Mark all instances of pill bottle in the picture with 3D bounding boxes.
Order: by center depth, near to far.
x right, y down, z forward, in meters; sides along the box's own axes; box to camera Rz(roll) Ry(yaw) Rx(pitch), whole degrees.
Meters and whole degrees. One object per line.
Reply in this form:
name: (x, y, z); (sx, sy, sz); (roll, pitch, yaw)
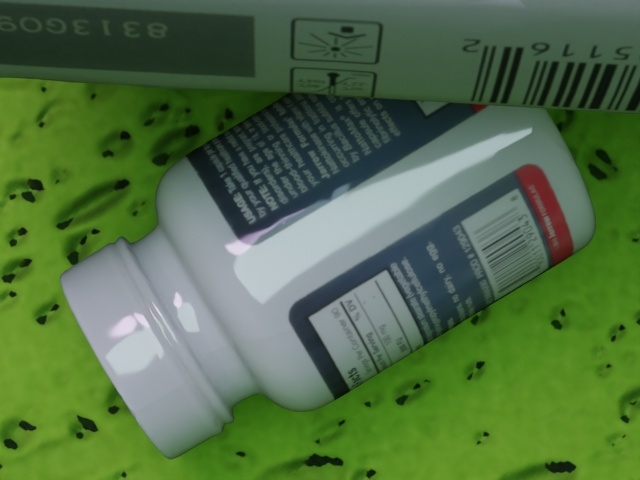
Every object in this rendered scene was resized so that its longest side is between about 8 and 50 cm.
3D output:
pill bottle: (0.000, 0.000, 0.699); (0.180, 0.108, 0.108); (-31, 87, -3)

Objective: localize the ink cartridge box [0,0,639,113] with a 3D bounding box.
ink cartridge box: (0.027, -0.231, 0.599); (0.308, 0.091, 0.385); (3, 69, 0)
